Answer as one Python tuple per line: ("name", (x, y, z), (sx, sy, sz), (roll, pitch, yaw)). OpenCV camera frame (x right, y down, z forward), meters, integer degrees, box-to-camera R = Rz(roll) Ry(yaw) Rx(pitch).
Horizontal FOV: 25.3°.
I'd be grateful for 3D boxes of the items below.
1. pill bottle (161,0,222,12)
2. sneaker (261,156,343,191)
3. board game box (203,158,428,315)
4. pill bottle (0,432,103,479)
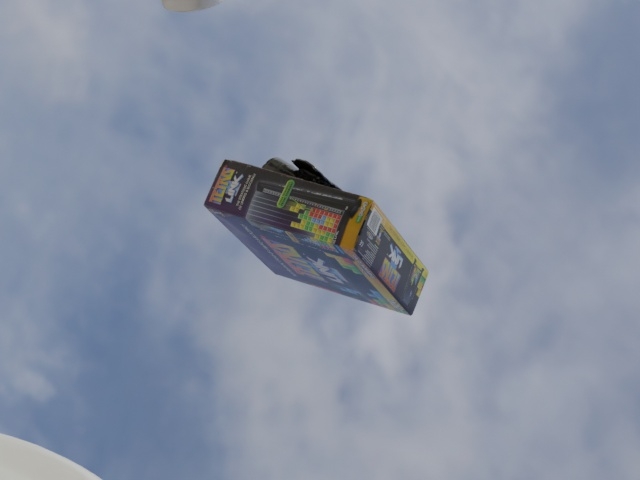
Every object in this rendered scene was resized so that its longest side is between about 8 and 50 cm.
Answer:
("pill bottle", (-0.131, -0.299, 1.330), (0.087, 0.087, 0.160), (33, -39, 46))
("sneaker", (-0.003, -0.026, 1.357), (0.089, 0.170, 0.051), (26, -108, 41))
("board game box", (0.000, 0.000, 1.199), (0.141, 0.170, 0.048), (15, -105, 25))
("pill bottle", (-0.166, 0.214, 0.537), (0.153, 0.153, 0.265), (33, -70, 46))
